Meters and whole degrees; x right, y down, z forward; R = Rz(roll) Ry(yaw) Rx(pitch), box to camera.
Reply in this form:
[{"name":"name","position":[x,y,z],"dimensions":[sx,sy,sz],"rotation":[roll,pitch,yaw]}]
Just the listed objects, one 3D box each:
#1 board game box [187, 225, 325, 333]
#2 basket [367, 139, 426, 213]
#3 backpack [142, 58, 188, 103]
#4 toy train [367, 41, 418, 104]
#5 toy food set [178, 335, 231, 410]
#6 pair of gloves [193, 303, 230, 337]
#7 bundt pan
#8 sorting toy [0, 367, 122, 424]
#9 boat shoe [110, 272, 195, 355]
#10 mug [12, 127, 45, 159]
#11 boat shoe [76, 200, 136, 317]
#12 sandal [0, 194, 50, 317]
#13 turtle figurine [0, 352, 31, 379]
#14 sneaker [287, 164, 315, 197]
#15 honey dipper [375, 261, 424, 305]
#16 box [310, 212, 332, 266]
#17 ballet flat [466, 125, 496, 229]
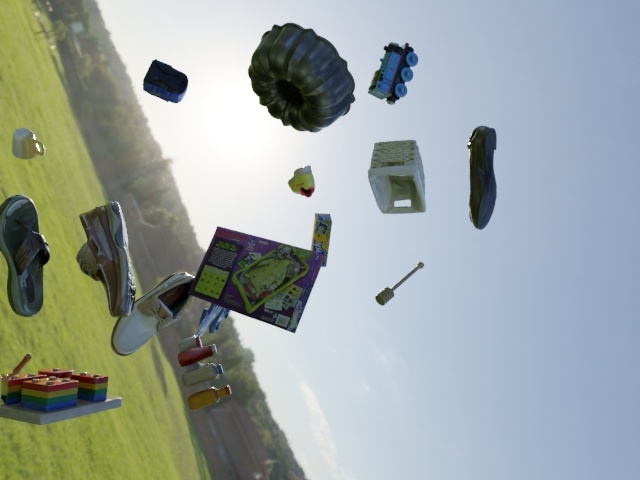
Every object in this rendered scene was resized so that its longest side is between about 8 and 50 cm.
[{"name":"board game box","position":[-0.173,0.093,1.476],"dimensions":[0.346,0.208,0.056],"rotation":[14,-10,33]},{"name":"basket","position":[0.183,-0.147,1.323],"dimensions":[0.167,0.113,0.103],"rotation":[59,35,-56]},{"name":"backpack","position":[-0.455,-0.466,1.694],"dimensions":[0.101,0.120,0.098],"rotation":[134,-26,-68]},{"name":"toy train","position":[0.212,-0.489,1.652],"dimensions":[0.080,0.105,0.184],"rotation":[8,-103,70]},{"name":"toy food set","position":[-0.304,0.322,1.476],"dimensions":[0.232,0.104,0.111],"rotation":[-124,-161,-63]},{"name":"pair of gloves","position":[-0.311,0.219,1.681],"dimensions":[0.023,0.159,0.198],"rotation":[35,13,11]},{"name":"bundt pan","position":[-0.070,-0.438,1.621],"dimensions":[0.330,0.124,0.331],"rotation":[26,-28,15]},{"name":"sorting toy","position":[-0.691,0.384,1.450],"dimensions":[0.257,0.255,0.090],"rotation":[13,79,-66]},{"name":"boat shoe","position":[-0.467,0.199,1.613],"dimensions":[0.103,0.302,0.113],"rotation":[-9,-55,45]},{"name":"mug","position":[-0.740,-0.249,1.439],"dimensions":[0.064,0.078,0.062],"rotation":[110,-32,-45]},{"name":"boat shoe","position":[-0.515,0.049,1.360],"dimensions":[0.123,0.116,0.325],"rotation":[97,-24,-50]},{"name":"sandal","position":[-0.680,0.038,1.340],"dimensions":[0.120,0.086,0.303],"rotation":[-48,141,-64]},{"name":"turtle figurine","position":[-0.627,0.228,0.916],"dimensions":[0.217,0.269,0.087],"rotation":[-40,116,-68]},{"name":"sneaker","position":[-0.061,-0.188,2.002],"dimensions":[0.208,0.081,0.094],"rotation":[118,-49,-78]},{"name":"honey dipper","position":[0.191,0.098,1.336],"dimensions":[0.030,0.160,0.031],"rotation":[35,-36,31]},{"name":"box","position":[0.000,0.000,1.823],"dimensions":[0.059,0.054,0.169],"rotation":[-101,-165,-61]},{"name":"ballet flat","position":[0.369,-0.144,1.324],"dimensions":[0.058,0.084,0.250],"rotation":[16,-56,39]}]
